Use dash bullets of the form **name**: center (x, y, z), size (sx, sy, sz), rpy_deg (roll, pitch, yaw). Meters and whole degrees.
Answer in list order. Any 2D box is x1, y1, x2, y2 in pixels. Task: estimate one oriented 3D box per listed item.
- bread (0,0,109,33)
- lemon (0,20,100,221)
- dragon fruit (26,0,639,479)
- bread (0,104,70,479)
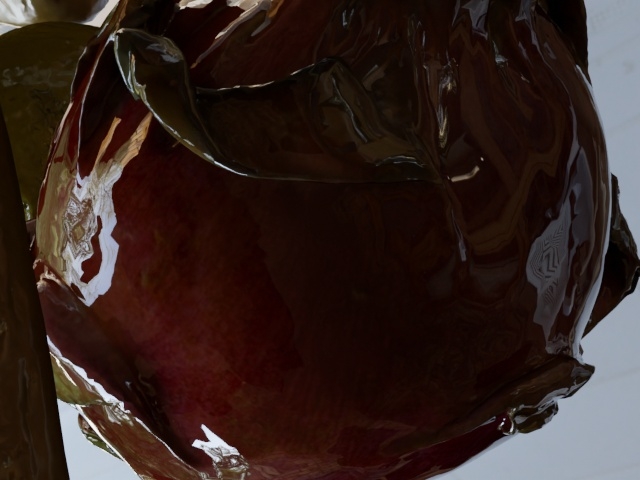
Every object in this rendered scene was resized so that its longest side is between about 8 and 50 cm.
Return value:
- **bread**: center (-0.365, -0.368, 1.131), size (0.361, 0.250, 0.394), rpy_deg (2, 140, 18)
- **lemon**: center (-0.233, -0.071, 1.066), size (0.258, 0.310, 0.258), rpy_deg (0, 103, 1)
- **dragon fruit**: center (0.002, -0.003, 0.470), size (0.250, 0.250, 0.315), rpy_deg (35, 116, -9)
- **bread**: center (-0.142, 0.096, 0.268), size (0.109, 0.185, 0.380), rpy_deg (-18, 79, 34)
